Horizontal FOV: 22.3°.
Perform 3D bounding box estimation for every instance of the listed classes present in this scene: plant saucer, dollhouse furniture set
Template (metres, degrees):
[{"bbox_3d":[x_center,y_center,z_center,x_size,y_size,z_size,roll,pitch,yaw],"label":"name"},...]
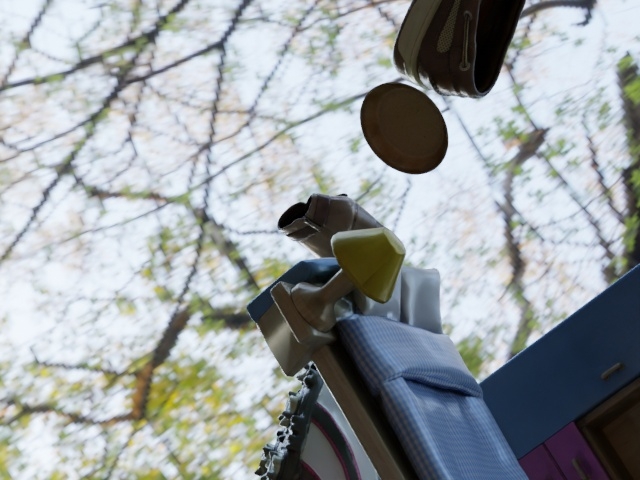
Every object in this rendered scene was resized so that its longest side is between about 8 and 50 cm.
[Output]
[{"bbox_3d":[0.071,-0.094,1.328,0.083,0.015,0.083,19,-51,26],"label":"plant saucer"},{"bbox_3d":[0.154,0.108,0.886,0.198,0.303,0.286,-39,-118,18],"label":"dollhouse furniture set"}]

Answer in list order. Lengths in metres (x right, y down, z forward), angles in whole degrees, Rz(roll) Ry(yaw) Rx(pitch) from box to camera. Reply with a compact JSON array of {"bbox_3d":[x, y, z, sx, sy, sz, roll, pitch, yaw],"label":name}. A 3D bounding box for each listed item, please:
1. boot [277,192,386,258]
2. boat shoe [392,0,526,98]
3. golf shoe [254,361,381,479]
[{"bbox_3d":[0.000,0.000,1.450,0.087,0.042,0.118,22,-48,-24],"label":"boot"},{"bbox_3d":[0.154,-0.235,1.322,0.095,0.095,0.258,29,-76,38],"label":"boat shoe"},{"bbox_3d":[0.010,0.184,0.984,0.120,0.273,0.105,16,-36,-4],"label":"golf shoe"}]
